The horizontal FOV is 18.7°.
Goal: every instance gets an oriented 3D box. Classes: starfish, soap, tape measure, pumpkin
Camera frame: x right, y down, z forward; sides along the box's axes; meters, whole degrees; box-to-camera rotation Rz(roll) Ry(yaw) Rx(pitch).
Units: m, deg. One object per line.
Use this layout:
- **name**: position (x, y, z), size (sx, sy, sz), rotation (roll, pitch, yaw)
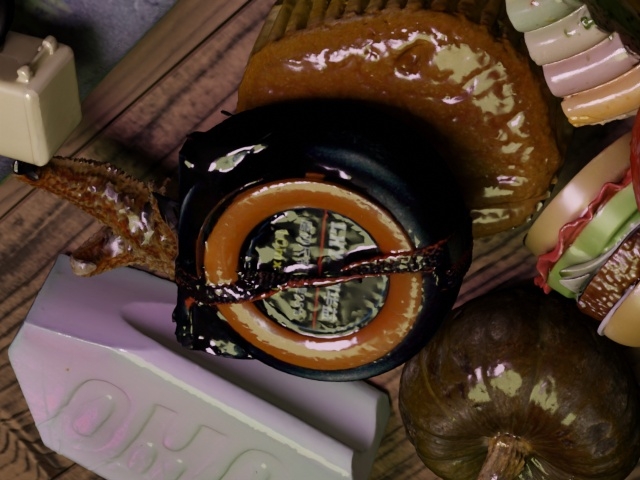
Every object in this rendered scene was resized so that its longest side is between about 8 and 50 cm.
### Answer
- **starfish**: position (-0.099, 0.001, 1.630), size (0.312, 0.113, 0.303), rotation (9, 165, 4)
- **soap**: position (-0.126, 0.155, 1.821), size (0.347, 0.115, 0.208), rotation (30, 135, -7)
- **tape measure**: position (0.000, 0.000, 1.415), size (0.222, 0.135, 0.202), rotation (10, 120, 10)
- **pumpkin**: position (0.167, 0.144, 1.666), size (0.219, 0.162, 0.219), rotation (12, 140, 10)

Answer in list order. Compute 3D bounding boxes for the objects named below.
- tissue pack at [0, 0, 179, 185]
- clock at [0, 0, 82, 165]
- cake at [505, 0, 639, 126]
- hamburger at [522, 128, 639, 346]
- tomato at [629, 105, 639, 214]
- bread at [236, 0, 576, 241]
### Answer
- **tissue pack**: position (-0.285, -0.214, 1.525), size (0.288, 0.124, 0.394), rotation (36, 134, -16)
- **clock**: position (-0.291, -0.235, 1.347), size (0.276, 0.120, 0.379), rotation (17, 138, 15)
- **cake**: position (0.164, -0.179, 1.390), size (0.225, 0.109, 0.090), rotation (40, 133, -19)
- **hamburger**: position (0.250, 0.002, 1.478), size (0.137, 0.175, 0.175), rotation (46, 138, 16)
- **tomato**: position (0.317, -0.037, 1.345), size (0.200, 0.139, 0.233), rotation (-19, 90, 3)
- **bread**: position (0.068, -0.099, 1.486), size (0.253, 0.142, 0.227), rotation (1, 126, 23)
